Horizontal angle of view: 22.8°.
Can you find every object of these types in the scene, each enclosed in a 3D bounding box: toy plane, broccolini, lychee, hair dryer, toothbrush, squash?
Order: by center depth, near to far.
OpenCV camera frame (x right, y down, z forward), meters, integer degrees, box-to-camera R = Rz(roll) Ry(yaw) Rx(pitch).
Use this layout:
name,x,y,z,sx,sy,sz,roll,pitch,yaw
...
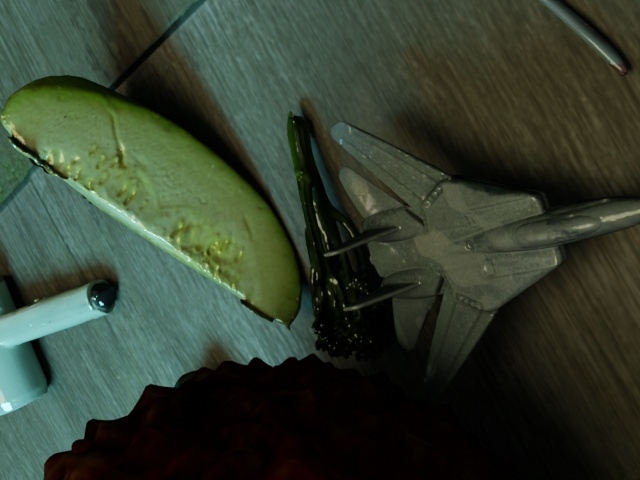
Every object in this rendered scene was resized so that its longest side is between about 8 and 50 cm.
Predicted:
name,x,y,z,sx,sy,sz,roll,pitch,yaw
toothbrush,0.134,-0.175,1.035,0.193,0.013,0.019,49,128,18
toy plane,0.128,-0.007,1.078,0.267,0.088,0.212,-15,99,40
lychee,-0.019,0.295,1.140,0.424,0.500,0.425,-9,68,24
broccolini,0.013,-0.004,1.217,0.058,0.074,0.201,-8,92,10
squash,-0.121,-0.042,1.291,0.252,0.093,0.169,31,173,33
hair dryer,-0.270,0.086,1.553,0.236,0.073,0.131,-21,95,40

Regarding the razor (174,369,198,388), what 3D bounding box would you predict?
name,x,y,z,sx,sy,sz,roll,pitch,yaw
razor,-0.108,0.188,1.428,0.090,0.054,0.148,46,136,21
